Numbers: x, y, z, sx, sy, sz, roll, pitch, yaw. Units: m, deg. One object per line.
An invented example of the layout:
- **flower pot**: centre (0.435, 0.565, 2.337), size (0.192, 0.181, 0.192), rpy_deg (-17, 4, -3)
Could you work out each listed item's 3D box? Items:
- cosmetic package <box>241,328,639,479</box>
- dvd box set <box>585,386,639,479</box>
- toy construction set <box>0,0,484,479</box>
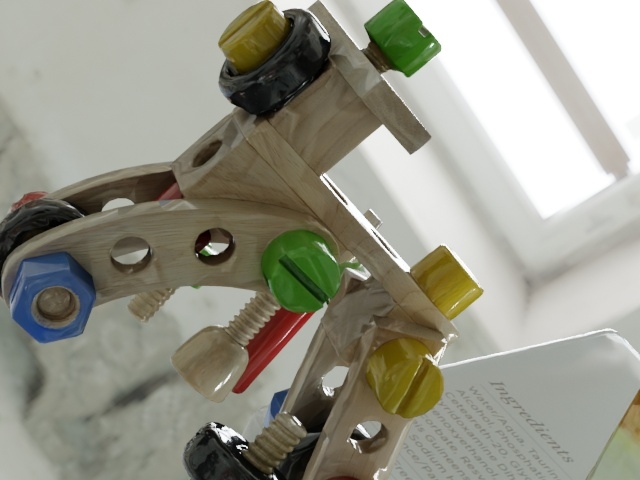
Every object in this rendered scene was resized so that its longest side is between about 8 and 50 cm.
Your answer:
- **cosmetic package**: centre (0.125, 0.307, 1.267), size (0.394, 0.327, 0.329), rpy_deg (-9, 135, -43)
- **dvd box set**: centre (0.217, 0.150, 0.683), size (0.420, 0.062, 0.307), rpy_deg (-64, -146, 23)
- **toy construction set**: centre (0.000, 0.000, 0.915), size (0.237, 0.257, 0.309), rpy_deg (-48, -179, 5)
